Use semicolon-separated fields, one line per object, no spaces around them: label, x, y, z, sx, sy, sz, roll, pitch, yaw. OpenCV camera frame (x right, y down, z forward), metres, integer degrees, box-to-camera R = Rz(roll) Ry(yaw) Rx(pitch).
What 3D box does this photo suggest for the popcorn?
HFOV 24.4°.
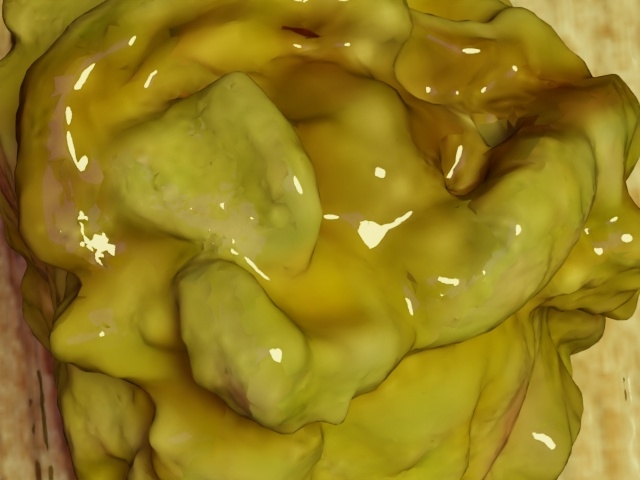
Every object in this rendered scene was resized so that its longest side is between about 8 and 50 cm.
popcorn;0.000;0.000;0.487;0.212;0.259;0.259;-18;78;-21
